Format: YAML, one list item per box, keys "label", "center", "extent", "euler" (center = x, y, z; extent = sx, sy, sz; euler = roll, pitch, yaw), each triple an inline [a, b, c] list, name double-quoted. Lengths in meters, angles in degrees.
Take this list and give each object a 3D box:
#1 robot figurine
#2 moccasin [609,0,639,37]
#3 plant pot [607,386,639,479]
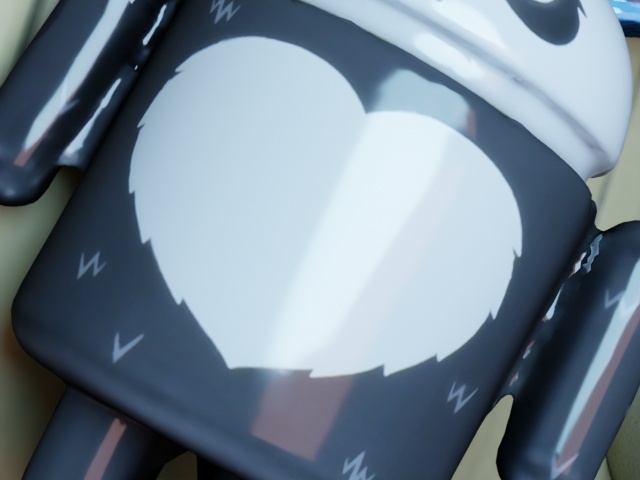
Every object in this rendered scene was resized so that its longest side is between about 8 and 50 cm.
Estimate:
- label: "robot figurine"
  center: [-0.002, -0.001, 0.632]
  extent: [0.209, 0.173, 0.278]
  euler: [33, 83, -34]
- label: "moccasin"
  center: [0.231, -0.137, 0.765]
  extent: [0.342, 0.138, 0.116]
  euler: [3, 94, -32]
- label: "plant pot"
  center: [0.256, 0.105, 0.748]
  extent: [0.257, 0.274, 0.256]
  euler: [-7, 104, -29]
